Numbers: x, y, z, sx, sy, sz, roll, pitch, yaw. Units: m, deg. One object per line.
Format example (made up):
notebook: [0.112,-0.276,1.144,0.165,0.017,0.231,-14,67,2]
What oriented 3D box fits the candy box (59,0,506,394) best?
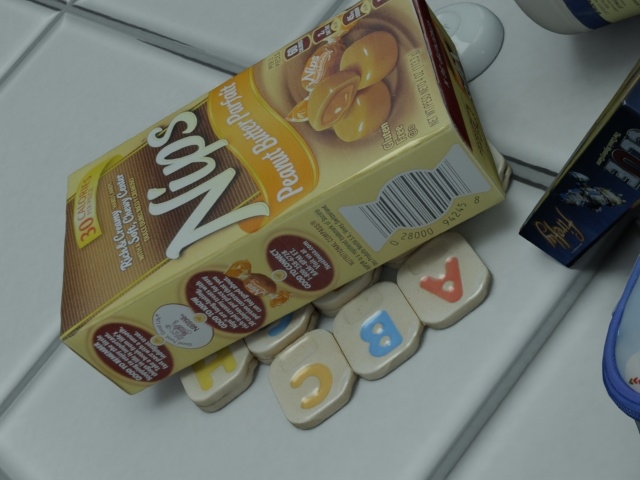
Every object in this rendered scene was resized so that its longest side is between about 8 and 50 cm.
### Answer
candy box: [-0.039,-0.039,0.897,0.316,0.087,0.183,-28,40,16]

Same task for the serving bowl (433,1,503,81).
serving bowl: [0.100,-0.157,0.968,0.083,0.027,0.083,-22,45,24]

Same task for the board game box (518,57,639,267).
board game box: [0.195,-0.085,0.694,0.042,0.243,0.165,35,78,6]

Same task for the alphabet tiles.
alphabet tiles: [0.000,0.000,0.917,0.284,0.021,0.278,-37,41,6]

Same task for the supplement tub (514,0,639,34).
supplement tub: [0.263,-0.289,0.794,0.325,0.235,0.235,-17,47,27]

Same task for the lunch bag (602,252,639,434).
lunch bag: [0.291,0.002,0.592,0.243,0.115,0.303,4,50,43]
